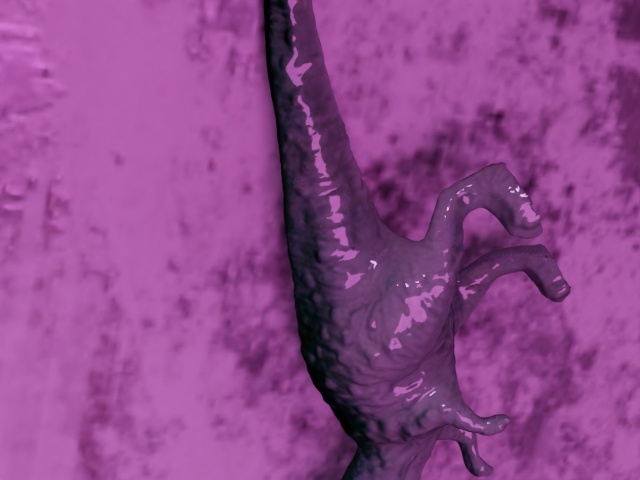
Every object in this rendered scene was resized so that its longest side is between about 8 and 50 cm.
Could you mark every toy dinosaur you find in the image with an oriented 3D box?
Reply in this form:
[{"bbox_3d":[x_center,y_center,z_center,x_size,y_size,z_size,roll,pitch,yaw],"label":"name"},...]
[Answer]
[{"bbox_3d":[0.047,-0.012,0.596,0.129,0.076,0.383,-11,107,-12],"label":"toy dinosaur"}]
